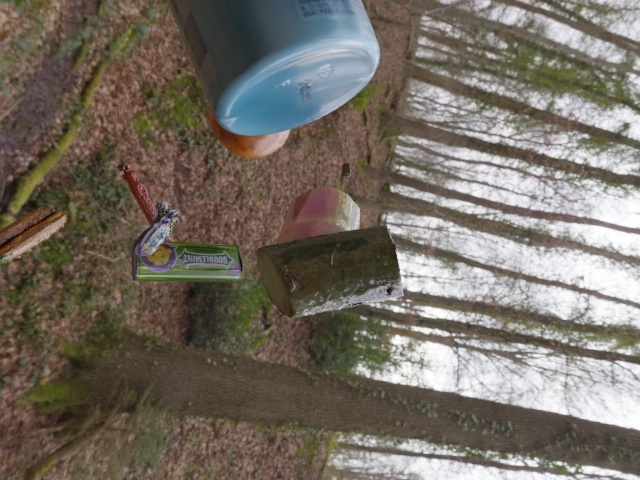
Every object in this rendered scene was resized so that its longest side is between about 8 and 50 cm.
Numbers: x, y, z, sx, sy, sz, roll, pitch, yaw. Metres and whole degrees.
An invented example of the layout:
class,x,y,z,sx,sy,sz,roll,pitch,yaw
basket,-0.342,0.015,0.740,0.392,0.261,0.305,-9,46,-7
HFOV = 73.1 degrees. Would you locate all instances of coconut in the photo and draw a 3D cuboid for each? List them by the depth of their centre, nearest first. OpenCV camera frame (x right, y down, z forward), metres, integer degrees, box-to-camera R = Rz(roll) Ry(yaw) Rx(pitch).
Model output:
class,x,y,z,sx,sy,sz,roll,pitch,yaw
coconut,0.000,0.000,1.188,0.233,0.233,0.245,117,-9,-45

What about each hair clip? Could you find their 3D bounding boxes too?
class,x,y,z,sx,sy,sz,roll,pitch,yaw
hair clip,-0.407,-0.019,1.056,0.172,0.049,0.116,-51,173,20

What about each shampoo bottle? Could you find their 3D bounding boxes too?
class,x,y,z,sx,sy,sz,roll,pitch,yaw
shampoo bottle,-0.095,-0.417,0.796,0.343,0.331,0.331,68,-21,4

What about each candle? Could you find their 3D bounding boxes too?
class,x,y,z,sx,sy,sz,roll,pitch,yaw
candle,-0.590,-0.111,1.484,0.329,0.051,0.048,64,-18,-9

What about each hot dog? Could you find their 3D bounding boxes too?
class,x,y,z,sx,sy,sz,roll,pitch,yaw
hot dog,-0.901,-0.019,1.311,0.269,0.115,0.072,-55,174,-50

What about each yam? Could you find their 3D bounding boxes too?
class,x,y,z,sx,sy,sz,roll,pitch,yaw
yam,0.023,0.066,0.914,0.168,0.304,0.168,170,-90,-84

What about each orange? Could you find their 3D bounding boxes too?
class,x,y,z,sx,sy,sz,roll,pitch,yaw
orange,-0.233,-0.424,1.472,0.226,0.284,0.284,-145,-113,-64

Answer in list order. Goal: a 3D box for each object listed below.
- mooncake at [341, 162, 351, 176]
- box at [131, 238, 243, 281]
class,x,y,z,sx,sy,sz,roll,pitch,yaw
mooncake,0.077,-0.179,1.620,0.347,0.057,0.150,-66,162,-63
box,-0.433,0.070,1.428,0.097,0.345,0.134,-45,-130,43
